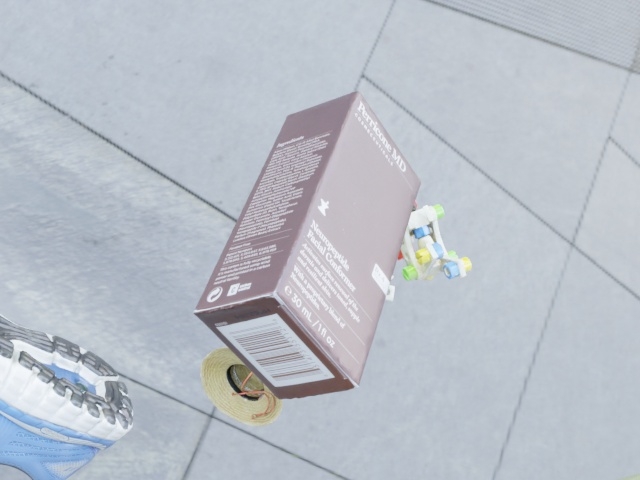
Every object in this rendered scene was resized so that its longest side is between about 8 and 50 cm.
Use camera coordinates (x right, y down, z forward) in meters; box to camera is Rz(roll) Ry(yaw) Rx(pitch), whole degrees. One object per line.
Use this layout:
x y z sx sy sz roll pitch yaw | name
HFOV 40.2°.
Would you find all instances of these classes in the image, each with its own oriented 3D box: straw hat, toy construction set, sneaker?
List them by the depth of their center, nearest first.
-0.331 0.121 0.747 0.330 0.130 0.147 37 100 -22 | sneaker
-0.110 0.214 1.361 0.061 0.144 0.144 -44 116 -55 | straw hat
0.174 0.027 1.855 0.151 0.328 0.215 -19 79 -34 | toy construction set

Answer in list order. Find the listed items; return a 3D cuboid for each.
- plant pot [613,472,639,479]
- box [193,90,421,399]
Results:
0.510 0.535 1.394 0.353 0.366 0.366 9 85 -29 | plant pot
0.000 0.000 1.168 0.191 0.143 0.381 51 41 -31 | box
